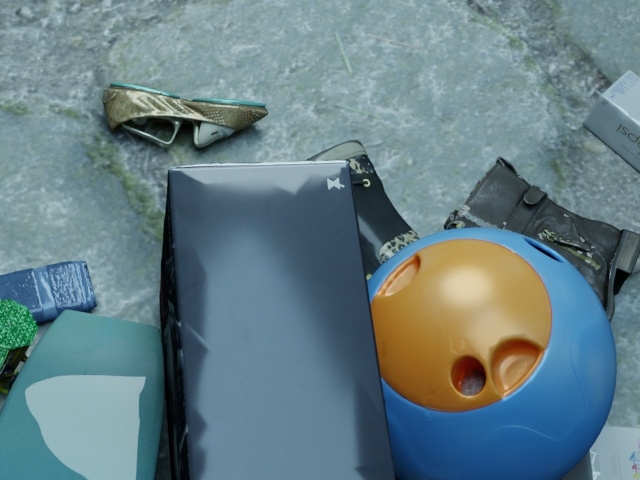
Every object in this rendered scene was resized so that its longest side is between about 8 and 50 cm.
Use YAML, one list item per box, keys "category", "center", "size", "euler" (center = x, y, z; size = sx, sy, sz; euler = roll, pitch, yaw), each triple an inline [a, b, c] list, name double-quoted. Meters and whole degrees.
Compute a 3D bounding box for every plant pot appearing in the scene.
- category: "plant pot"
  center: [-0.239, 0.202, 1.176]
  size: [0.165, 0.166, 0.234]
  euler: [11, 52, -4]

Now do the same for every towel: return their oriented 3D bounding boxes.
- category: "towel"
  center: [-0.318, 0.063, 1.306]
  size: [0.119, 0.029, 0.067]
  euler: [-11, 64, -17]

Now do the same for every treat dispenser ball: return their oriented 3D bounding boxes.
- category: "treat dispenser ball"
  center: [0.163, 0.130, 1.209]
  size: [0.288, 0.288, 0.288]
  euler: [4, 61, -8]

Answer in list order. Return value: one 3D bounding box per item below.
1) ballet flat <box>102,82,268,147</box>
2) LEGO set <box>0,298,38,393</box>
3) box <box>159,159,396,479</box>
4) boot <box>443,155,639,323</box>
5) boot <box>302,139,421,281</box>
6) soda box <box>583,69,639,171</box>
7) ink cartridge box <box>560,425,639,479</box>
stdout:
- category: "ballet flat"
  center: [-0.170, -0.150, 1.440]
  size: [0.206, 0.073, 0.067]
  euler: [6, 88, -4]
- category: "LEGO set"
  center: [-0.445, 0.182, 1.159]
  size: [0.254, 0.192, 0.331]
  euler: [22, 44, -20]
- category: "box"
  center: [-0.060, 0.142, 1.137]
  size: [0.178, 0.312, 0.343]
  euler: [-3, 65, -12]
- category: "boot"
  center: [0.253, 0.034, 1.407]
  size: [0.229, 0.091, 0.263]
  euler: [26, 56, 10]
- category: "boot"
  center: [0.001, -0.001, 1.371]
  size: [0.236, 0.085, 0.179]
  euler: [-30, 74, -22]
- category: "soda box"
  center: [0.460, -0.123, 1.527]
  size: [0.216, 0.074, 0.069]
  euler: [43, 63, 14]
- category: "ink cartridge box"
  center: [0.351, 0.266, 1.283]
  size: [0.143, 0.092, 0.090]
  euler: [5, 60, -9]
